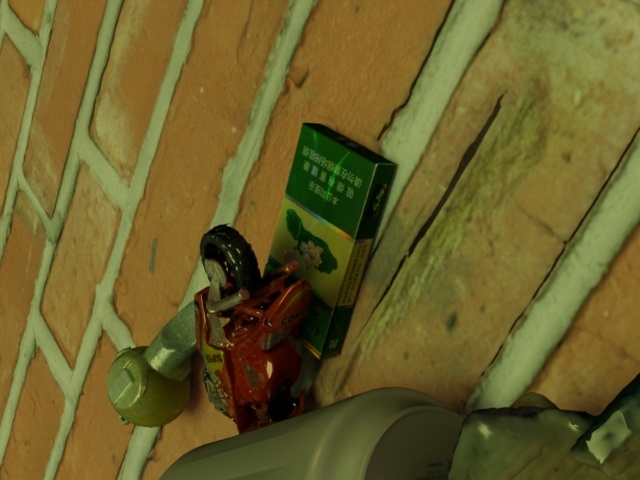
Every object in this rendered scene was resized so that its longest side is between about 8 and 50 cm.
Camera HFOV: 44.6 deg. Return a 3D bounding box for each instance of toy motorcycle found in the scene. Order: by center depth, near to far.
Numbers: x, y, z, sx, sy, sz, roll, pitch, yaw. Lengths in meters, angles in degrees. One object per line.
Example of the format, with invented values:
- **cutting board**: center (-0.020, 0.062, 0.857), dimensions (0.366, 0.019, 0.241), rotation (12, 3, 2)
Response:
- **toy motorcycle**: center (-0.080, 0.121, 0.889), dimensions (0.171, 0.089, 0.298), rotation (41, 140, 34)

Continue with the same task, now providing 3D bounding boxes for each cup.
- **cup**: center (0.025, 0.316, 0.744), dimensions (0.326, 0.237, 0.323), rotation (-28, 102, 44)

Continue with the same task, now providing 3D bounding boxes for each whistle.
- **whistle**: center (-0.213, 0.175, 1.093), dimensions (0.223, 0.123, 0.123), rotation (-51, 53, 11)

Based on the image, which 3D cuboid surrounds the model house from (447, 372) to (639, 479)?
- **model house**: center (0.239, 0.173, 0.503), dimensions (0.298, 0.243, 0.284), rotation (-47, 28, 9)

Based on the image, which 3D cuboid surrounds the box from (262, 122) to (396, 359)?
- **box**: center (0.000, 0.000, 0.876), dimensions (0.132, 0.034, 0.235), rotation (35, 118, 41)
